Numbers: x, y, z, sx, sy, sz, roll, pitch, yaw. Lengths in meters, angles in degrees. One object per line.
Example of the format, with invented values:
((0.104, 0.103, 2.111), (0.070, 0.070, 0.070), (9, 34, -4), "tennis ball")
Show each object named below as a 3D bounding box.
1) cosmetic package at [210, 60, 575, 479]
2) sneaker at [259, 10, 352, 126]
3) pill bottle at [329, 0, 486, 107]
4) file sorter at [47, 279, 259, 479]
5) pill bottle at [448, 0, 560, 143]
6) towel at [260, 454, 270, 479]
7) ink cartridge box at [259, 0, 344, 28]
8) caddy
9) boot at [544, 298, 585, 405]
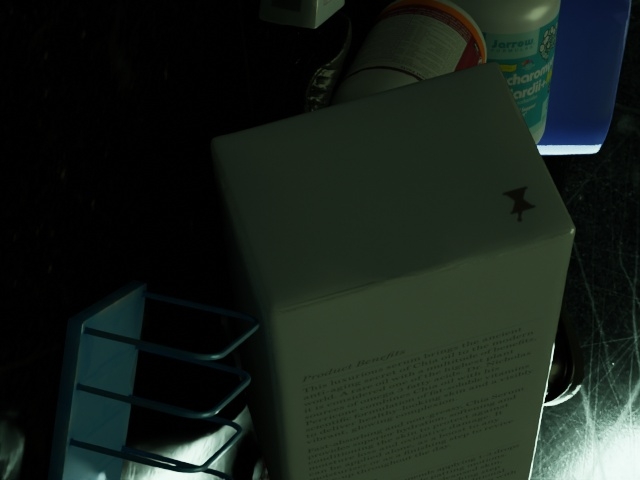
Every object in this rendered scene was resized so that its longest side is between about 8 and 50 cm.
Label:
((0.053, 0.072, 1.495), (0.453, 0.230, 0.161), (88, -16, -60), "cosmetic package")
((-0.017, -0.108, 1.573), (0.089, 0.051, 0.170), (82, 29, -57), "sneaker")
((0.077, -0.132, 1.781), (0.221, 0.121, 0.121), (-63, 161, -47), "pill bottle")
((-0.113, 0.131, 1.265), (0.118, 0.104, 0.170), (-35, 137, -70), "file sorter")
((0.199, -0.234, 2.146), (0.146, 0.146, 0.264), (-62, 160, -48), "pill bottle")
((-0.025, 0.305, 1.846), (0.144, 0.029, 0.197), (12, 93, -49), "towel")
((0.017, -0.294, 1.528), (0.232, 0.066, 0.189), (-44, 144, -60), "ink cartridge box")
((0.276, -0.265, 2.392), (0.241, 0.179, 0.341), (-106, -159, -65), "caddy")
((0.172, 0.044, 2.200), (0.260, 0.131, 0.348), (8, 50, -54), "boot")
